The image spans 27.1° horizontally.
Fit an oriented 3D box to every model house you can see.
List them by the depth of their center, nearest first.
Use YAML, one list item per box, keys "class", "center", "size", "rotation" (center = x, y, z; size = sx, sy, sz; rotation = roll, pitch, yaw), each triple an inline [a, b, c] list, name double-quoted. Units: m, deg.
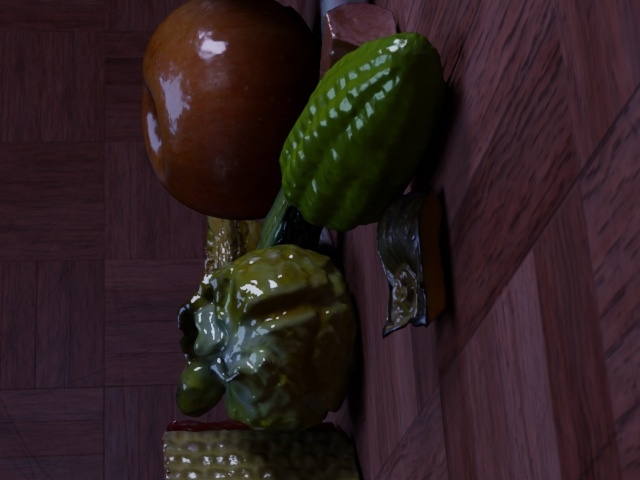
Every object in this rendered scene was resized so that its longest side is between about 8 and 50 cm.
- class: "model house"
  center: [-0.064, 0.261, 1.312]
  size: [0.254, 0.196, 0.160]
  rotation: [144, 127, -81]

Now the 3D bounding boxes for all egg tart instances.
- class: "egg tart"
  center: [-0.136, 0.061, 2.218]
  size: [0.294, 0.123, 0.294]
  rotation: [-177, 90, -82]

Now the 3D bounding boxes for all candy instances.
- class: "candy"
  center: [0.033, -0.077, 0.891]
  size: [0.209, 0.097, 0.096]
  rotation: [125, 145, -65]

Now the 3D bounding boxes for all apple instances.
- class: "apple"
  center: [-0.103, -0.149, 1.545]
  size: [0.272, 0.206, 0.251]
  rotation: [103, 161, -60]

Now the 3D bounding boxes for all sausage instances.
- class: "sausage"
  center: [0.025, -0.107, 1.070]
  size: [0.169, 0.065, 0.065]
  rotation: [97, 169, -47]

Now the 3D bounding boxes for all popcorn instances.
- class: "popcorn"
  center: [-0.059, 0.104, 1.284]
  size: [0.198, 0.212, 0.198]
  rotation: [47, -146, -46]

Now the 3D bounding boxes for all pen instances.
- class: "pen"
  center: [0.000, 0.000, 1.443]
  size: [0.204, 0.025, 0.025]
  rotation: [-107, 18, -68]

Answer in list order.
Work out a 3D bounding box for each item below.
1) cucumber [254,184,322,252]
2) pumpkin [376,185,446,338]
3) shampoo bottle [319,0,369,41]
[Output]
- class: "cucumber"
  center: [-0.018, -0.018, 1.367]
  size: [0.078, 0.062, 0.211]
  rotation: [-95, 27, -56]
- class: "pumpkin"
  center: [0.065, 0.017, 0.878]
  size: [0.073, 0.035, 0.101]
  rotation: [135, 138, -65]
- class: "shampoo bottle"
  center: [0.021, -0.189, 1.155]
  size: [0.072, 0.043, 0.099]
  rotation: [111, 158, -72]
